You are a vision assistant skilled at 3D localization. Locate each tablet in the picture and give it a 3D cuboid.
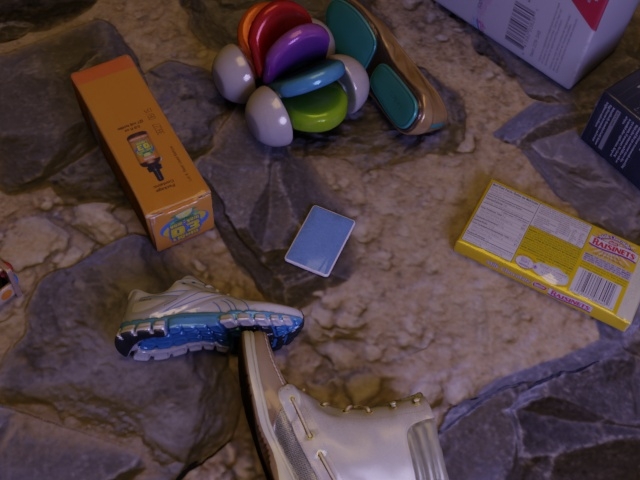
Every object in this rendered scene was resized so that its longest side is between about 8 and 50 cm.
[{"bbox_3d":[0.000,0.000,0.995,0.054,0.006,0.083,22,58,10],"label":"tablet"}]

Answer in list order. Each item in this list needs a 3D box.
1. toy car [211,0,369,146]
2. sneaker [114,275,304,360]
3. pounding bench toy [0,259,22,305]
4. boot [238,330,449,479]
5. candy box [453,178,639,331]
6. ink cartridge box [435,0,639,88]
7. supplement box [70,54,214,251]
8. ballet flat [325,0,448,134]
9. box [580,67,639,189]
[{"bbox_3d":[-0.034,-0.214,1.057,0.159,0.136,0.182,-27,62,-20],"label":"toy car"},{"bbox_3d":[-0.112,0.070,0.905,0.190,0.071,0.083,-1,51,-5],"label":"sneaker"},{"bbox_3d":[-0.362,0.036,0.918,0.083,0.052,0.065,36,61,19],"label":"pounding bench toy"},{"bbox_3d":[0.018,0.167,0.842,0.165,0.077,0.213,-16,65,-13],"label":"boot"},{"bbox_3d":[0.263,0.014,0.991,0.206,0.027,0.105,27,56,13],"label":"candy box"},{"bbox_3d":[0.263,-0.378,1.134,0.131,0.226,0.306,-38,67,-25],"label":"ink cartridge box"},{"bbox_3d":[-0.204,-0.103,1.008,0.078,0.080,0.233,-23,59,-17],"label":"supplement box"},{"bbox_3d":[0.083,-0.219,1.120,0.073,0.080,0.232,-4,54,-41],"label":"ballet flat"},{"bbox_3d":[0.434,-0.136,1.065,0.156,0.093,0.158,-32,65,-23],"label":"box"}]
